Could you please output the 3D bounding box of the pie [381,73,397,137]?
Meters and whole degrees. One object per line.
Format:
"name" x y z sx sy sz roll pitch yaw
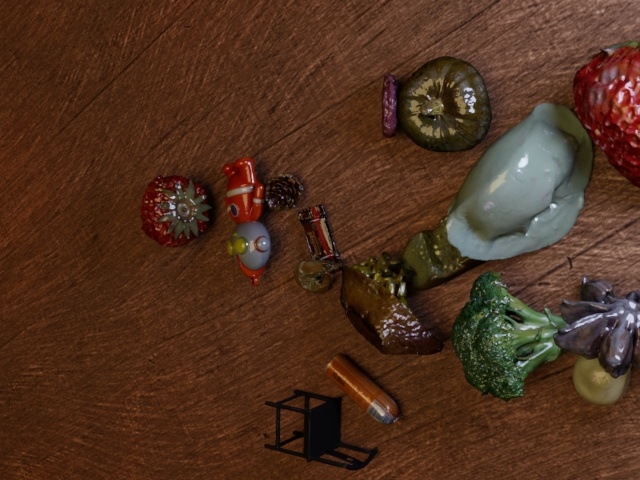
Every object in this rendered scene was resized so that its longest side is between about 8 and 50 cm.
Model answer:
"pie" 0.160 -0.312 1.922 0.036 0.154 0.155 1 95 3

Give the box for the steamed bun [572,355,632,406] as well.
"steamed bun" 0.584 0.282 1.723 0.112 0.091 0.130 25 108 30

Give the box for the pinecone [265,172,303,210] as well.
"pinecone" -0.099 -0.116 2.119 0.102 0.109 0.102 15 125 23

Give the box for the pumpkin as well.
"pumpkin" 0.269 -0.300 1.835 0.218 0.162 0.219 7 103 33

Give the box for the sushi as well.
"sushi" 0.154 0.155 1.952 0.179 0.167 0.296 -37 40 -9

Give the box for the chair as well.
"chair" 0.000 0.479 2.083 0.260 0.154 0.142 5 98 34

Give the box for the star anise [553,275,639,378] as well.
"star anise" 0.615 0.195 1.624 0.359 0.315 0.139 -116 14 -56

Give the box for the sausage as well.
"sausage" 0.112 0.380 2.050 0.234 0.071 0.071 40 114 24

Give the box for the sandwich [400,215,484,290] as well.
"sandwich" 0.272 0.037 1.885 0.235 0.128 0.122 -34 68 30

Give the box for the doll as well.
"doll" -0.200 -0.046 2.188 0.199 0.105 0.337 -10 88 56

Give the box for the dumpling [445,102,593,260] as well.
"dumpling" 0.417 -0.128 1.737 0.320 0.270 0.212 -45 49 34

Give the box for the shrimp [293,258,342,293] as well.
"shrimp" -0.005 0.089 2.090 0.180 0.041 0.099 -24 101 49

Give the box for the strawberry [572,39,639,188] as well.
"strawberry" 0.632 -0.242 1.539 0.291 0.291 0.310 -19 77 33

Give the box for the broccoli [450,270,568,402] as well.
"broccoli" 0.412 0.195 1.767 0.269 0.254 0.269 0 112 -1

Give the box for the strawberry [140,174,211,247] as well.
"strawberry" -0.432 -0.077 2.306 0.244 0.205 0.205 -2 93 53

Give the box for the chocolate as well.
"chocolate" 0.000 0.000 2.113 0.086 0.028 0.183 -22 86 29
